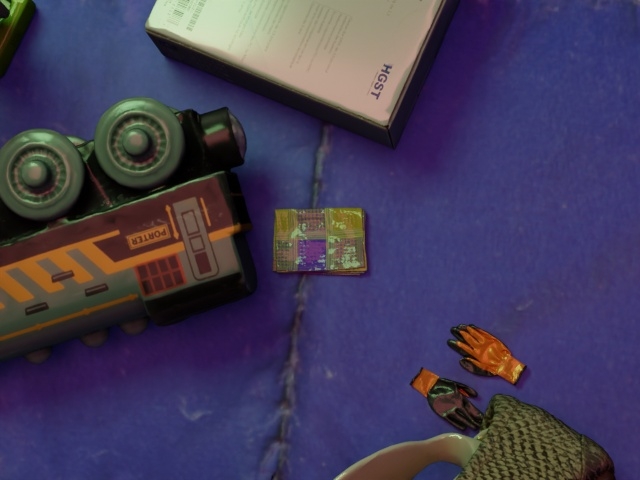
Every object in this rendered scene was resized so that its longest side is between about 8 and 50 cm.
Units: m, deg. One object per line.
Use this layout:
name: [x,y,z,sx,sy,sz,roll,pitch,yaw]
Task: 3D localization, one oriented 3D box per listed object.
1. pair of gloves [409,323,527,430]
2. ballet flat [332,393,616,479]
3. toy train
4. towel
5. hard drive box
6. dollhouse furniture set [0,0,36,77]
pair of gloves: [0.126,0.117,1.396,0.074,0.010,0.083,37,86,10]
ballet flat: [0.036,0.277,1.234,0.182,0.164,0.483,37,51,20]
toy train: [-0.210,-0.001,1.390,0.334,0.142,0.190,-18,89,2]
towel: [0.000,0.000,1.428,0.083,0.009,0.060,1,81,5]
hard drive box: [-0.008,-0.210,1.424,0.232,0.089,0.181,24,84,9]
dollhouse furniture set: [-0.372,-0.185,1.345,0.151,0.301,0.197,25,86,6]
